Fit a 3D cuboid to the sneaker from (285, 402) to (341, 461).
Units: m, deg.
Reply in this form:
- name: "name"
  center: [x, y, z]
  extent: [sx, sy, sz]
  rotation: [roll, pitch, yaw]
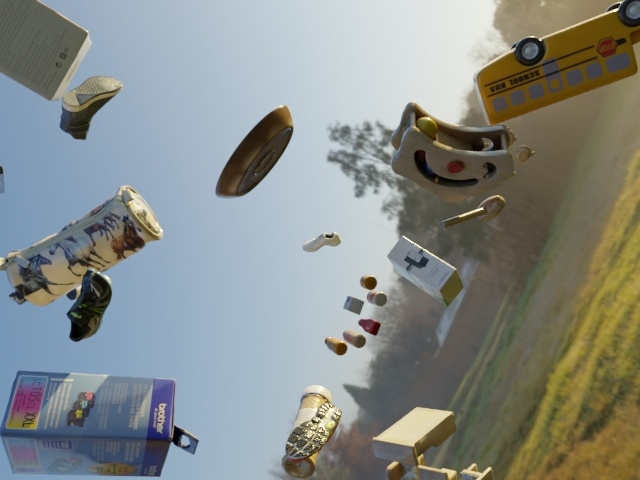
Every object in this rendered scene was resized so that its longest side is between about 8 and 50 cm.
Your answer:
- name: "sneaker"
  center: [-0.016, 0.645, 1.883]
  extent: [0.279, 0.107, 0.118]
  rotation: [-25, -48, -53]

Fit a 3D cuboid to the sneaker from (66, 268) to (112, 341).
- name: "sneaker"
  center: [-0.515, 0.149, 1.286]
  extent: [0.078, 0.067, 0.188]
  rotation: [-52, -14, -66]

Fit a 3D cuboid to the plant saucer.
- name: "plant saucer"
  center: [-0.165, -0.225, 1.571]
  extent: [0.310, 0.050, 0.310]
  rotation: [-51, -3, -4]

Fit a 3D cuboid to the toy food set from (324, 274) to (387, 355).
- name: "toy food set"
  center: [0.101, 0.209, 1.616]
  extent: [0.232, 0.111, 0.104]
  rotation: [-69, 20, -5]

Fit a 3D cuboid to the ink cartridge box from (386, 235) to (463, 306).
- name: "ink cartridge box"
  center: [0.320, 0.094, 1.779]
  extent: [0.087, 0.208, 0.153]
  rotation: [-51, -33, -6]

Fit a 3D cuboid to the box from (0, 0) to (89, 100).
- name: "box"
  center: [-0.686, -0.458, 1.222]
  extent: [0.168, 0.345, 0.215]
  rotation: [-60, 24, 1]

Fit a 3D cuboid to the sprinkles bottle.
- name: "sprinkles bottle"
  center: [-0.044, 0.685, 2.109]
  extent: [0.355, 0.121, 0.121]
  rotation: [-67, -7, -62]

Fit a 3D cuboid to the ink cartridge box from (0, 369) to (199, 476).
- name: "ink cartridge box"
  center: [-0.478, 0.423, 1.312]
  extent: [0.270, 0.395, 0.151]
  rotation: [115, 155, -49]

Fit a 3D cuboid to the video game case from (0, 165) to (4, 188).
- name: "video game case"
  center: [-0.925, -0.138, 1.497]
  extent: [0.196, 0.274, 0.026]
  rotation: [-16, -87, -29]

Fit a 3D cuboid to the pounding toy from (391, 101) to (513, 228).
- name: "pounding toy"
  center: [0.250, -0.122, 1.019]
  extent: [0.154, 0.269, 0.155]
  rotation: [-41, 33, 44]

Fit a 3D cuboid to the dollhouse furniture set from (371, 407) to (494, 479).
- name: "dollhouse furniture set"
  center: [0.360, 0.810, 1.962]
  extent: [0.256, 0.362, 0.394]
  rotation: [-18, -84, -43]

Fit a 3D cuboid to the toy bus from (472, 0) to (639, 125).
- name: "toy bus"
  center: [0.455, -0.333, 1.071]
  extent: [0.108, 0.333, 0.130]
  rotation: [-54, -56, -71]

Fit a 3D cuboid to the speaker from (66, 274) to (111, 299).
- name: "speaker"
  center: [-0.725, 0.146, 1.811]
  extent: [0.136, 0.055, 0.055]
  rotation: [-15, -53, -61]

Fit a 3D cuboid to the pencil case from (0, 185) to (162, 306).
- name: "pencil case"
  center: [-0.602, 0.013, 1.474]
  extent: [0.410, 0.160, 0.183]
  rotation: [-29, -24, 8]

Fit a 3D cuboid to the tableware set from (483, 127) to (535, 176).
- name: "tableware set"
  center: [0.569, -0.265, 1.802]
  extent: [0.141, 0.169, 0.020]
  rotation: [-40, 24, 31]

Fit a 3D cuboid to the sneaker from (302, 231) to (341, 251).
- name: "sneaker"
  center: [0.000, 0.000, 2.220]
  extent: [0.061, 0.152, 0.053]
  rotation: [68, -172, -53]

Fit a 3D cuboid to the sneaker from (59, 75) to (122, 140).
- name: "sneaker"
  center: [-0.710, -0.406, 1.787]
  extent: [0.226, 0.086, 0.163]
  rotation: [-48, -8, -45]
